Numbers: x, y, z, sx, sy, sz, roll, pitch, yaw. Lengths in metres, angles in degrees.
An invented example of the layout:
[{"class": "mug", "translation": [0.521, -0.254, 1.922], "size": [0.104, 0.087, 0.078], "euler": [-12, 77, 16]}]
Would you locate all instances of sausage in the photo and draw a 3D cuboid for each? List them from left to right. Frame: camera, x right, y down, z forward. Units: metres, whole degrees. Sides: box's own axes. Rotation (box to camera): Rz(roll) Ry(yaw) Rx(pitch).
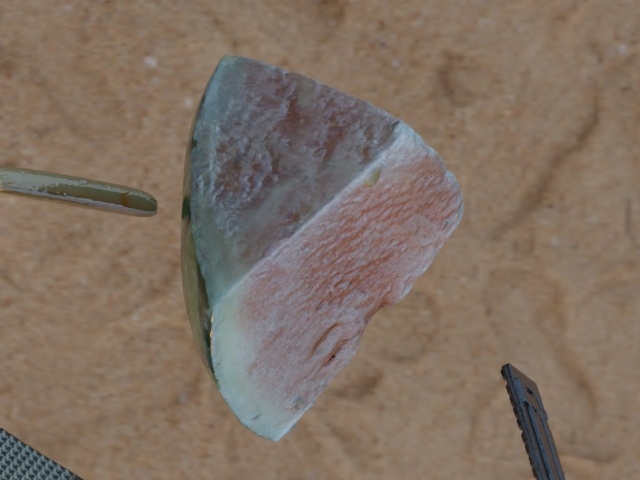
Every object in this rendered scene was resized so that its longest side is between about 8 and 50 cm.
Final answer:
[{"class": "sausage", "translation": [-0.184, -0.037, 1.350], "size": [0.132, 0.024, 0.024], "euler": [9, 87, -28]}]

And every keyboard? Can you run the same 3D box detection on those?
[{"class": "keyboard", "translation": [0.165, 0.185, 1.236], "size": [0.061, 0.013, 0.204], "euler": [39, 32, -57]}]

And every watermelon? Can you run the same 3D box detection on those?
[{"class": "watermelon", "translation": [0.000, 0.000, 1.286], "size": [0.213, 0.201, 0.262], "euler": [52, 39, -59]}]

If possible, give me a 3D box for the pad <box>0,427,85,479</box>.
[{"class": "pad", "translation": [-0.211, 0.168, 1.409], "size": [0.323, 0.250, 0.055], "euler": [-58, 160, -16]}]
